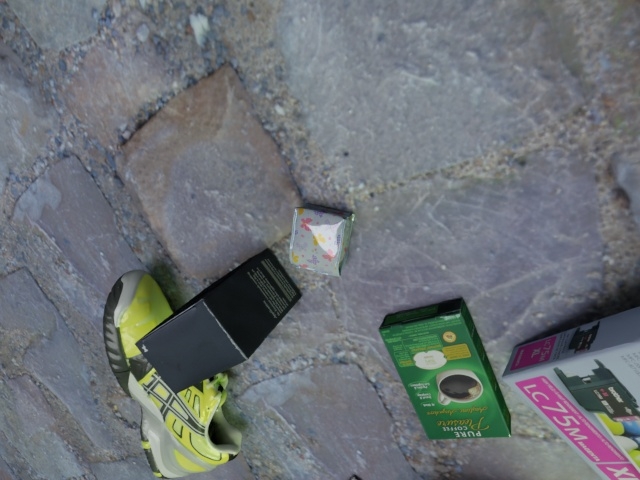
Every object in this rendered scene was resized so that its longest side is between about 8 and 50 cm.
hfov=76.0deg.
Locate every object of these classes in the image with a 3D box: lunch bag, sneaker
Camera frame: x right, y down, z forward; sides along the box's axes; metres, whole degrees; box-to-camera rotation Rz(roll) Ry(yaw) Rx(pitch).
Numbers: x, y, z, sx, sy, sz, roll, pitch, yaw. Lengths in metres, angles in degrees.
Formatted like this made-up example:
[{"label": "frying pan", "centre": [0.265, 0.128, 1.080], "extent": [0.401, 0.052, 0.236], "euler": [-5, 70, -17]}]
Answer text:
[{"label": "lunch bag", "centre": [0.000, 0.000, 0.526], "extent": [0.071, 0.053, 0.083], "euler": [13, 106, 16]}, {"label": "sneaker", "centre": [-0.236, 0.220, 0.691], "extent": [0.147, 0.145, 0.384], "euler": [-10, 110, 5]}]

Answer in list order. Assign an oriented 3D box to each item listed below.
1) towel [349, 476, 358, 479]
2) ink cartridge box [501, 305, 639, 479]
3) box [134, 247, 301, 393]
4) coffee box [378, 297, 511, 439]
[{"label": "towel", "centre": [0.058, 0.516, 0.702], "extent": [0.144, 0.029, 0.197], "euler": [36, 105, 5]}, {"label": "ink cartridge box", "centre": [0.348, 0.140, 0.364], "extent": [0.186, 0.065, 0.311], "euler": [45, 141, 4]}, {"label": "box", "centre": [-0.135, 0.108, 0.567], "extent": [0.156, 0.158, 0.093], "euler": [-32, 96, 31]}, {"label": "coffee box", "centre": [0.162, 0.173, 0.533], "extent": [0.113, 0.040, 0.184], "euler": [-20, 101, 29]}]
